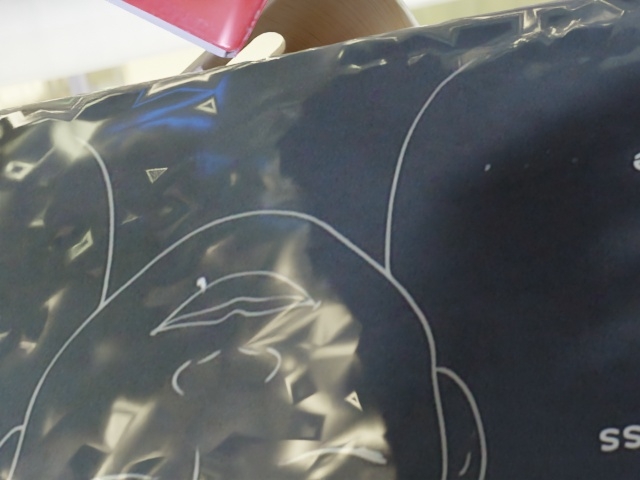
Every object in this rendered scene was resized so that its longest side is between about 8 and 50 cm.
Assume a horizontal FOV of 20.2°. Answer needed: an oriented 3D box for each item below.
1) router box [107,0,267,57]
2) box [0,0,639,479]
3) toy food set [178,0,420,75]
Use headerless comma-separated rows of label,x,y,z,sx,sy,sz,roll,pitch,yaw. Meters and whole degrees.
router box,0.011,-0.244,0.513,0.301,0.082,0.335,-60,12,21
box,0.088,0.174,0.653,0.297,0.480,0.472,64,-157,-43
toy food set,0.000,0.000,1.082,0.092,0.220,0.306,11,-135,-53
